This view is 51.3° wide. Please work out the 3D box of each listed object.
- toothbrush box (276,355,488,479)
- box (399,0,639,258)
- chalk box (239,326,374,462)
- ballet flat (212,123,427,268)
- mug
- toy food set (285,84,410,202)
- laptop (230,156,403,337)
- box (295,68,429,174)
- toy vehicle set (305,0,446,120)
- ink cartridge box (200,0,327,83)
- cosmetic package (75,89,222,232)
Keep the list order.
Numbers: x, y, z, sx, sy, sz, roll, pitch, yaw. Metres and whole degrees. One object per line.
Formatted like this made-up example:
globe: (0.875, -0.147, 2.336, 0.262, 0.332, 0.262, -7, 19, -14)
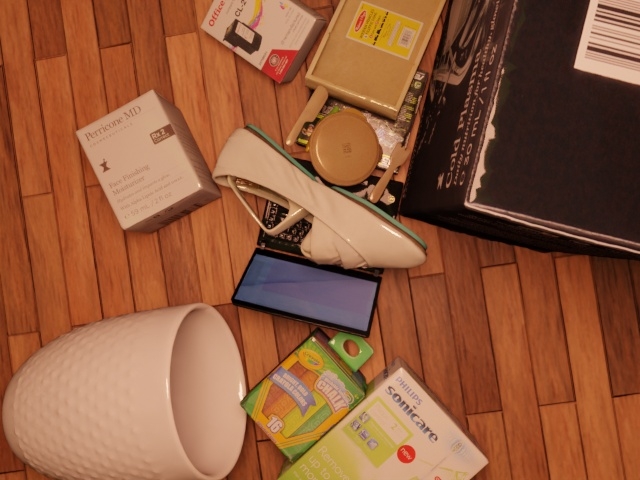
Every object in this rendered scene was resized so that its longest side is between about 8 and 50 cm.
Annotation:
toothbrush box: (0.100, 0.369, 1.116, 0.283, 0.122, 0.206, -42, 86, 2)
box: (0.329, -0.233, 0.913, 0.297, 0.472, 0.480, 14, 90, -1)
chalk box: (-0.007, 0.237, 1.120, 0.213, 0.132, 0.132, -44, 87, 3)
ballet flat: (-0.018, -0.041, 1.069, 0.400, 0.139, 0.139, 36, 93, 22)
mug: (-0.309, 0.301, 1.100, 0.327, 0.276, 0.374, -10, 118, 15)
toy food set: (0.041, -0.156, 1.117, 0.192, 0.038, 0.132, 34, 82, -12)
laptop: (0.000, 0.000, 1.119, 0.234, 0.136, 0.265, 13, 91, 5)
box: (0.072, -0.228, 1.162, 0.190, 0.045, 0.184, 17, 93, 4)
toy vehicle set: (0.101, -0.351, 1.131, 0.165, 0.035, 0.267, 23, 77, 5)
ink cartridge box: (-0.099, -0.372, 1.146, 0.175, 0.072, 0.127, 35, 113, 4)
cosmetic package: (-0.286, -0.128, 1.138, 0.151, 0.151, 0.184, -28, 87, 3)
